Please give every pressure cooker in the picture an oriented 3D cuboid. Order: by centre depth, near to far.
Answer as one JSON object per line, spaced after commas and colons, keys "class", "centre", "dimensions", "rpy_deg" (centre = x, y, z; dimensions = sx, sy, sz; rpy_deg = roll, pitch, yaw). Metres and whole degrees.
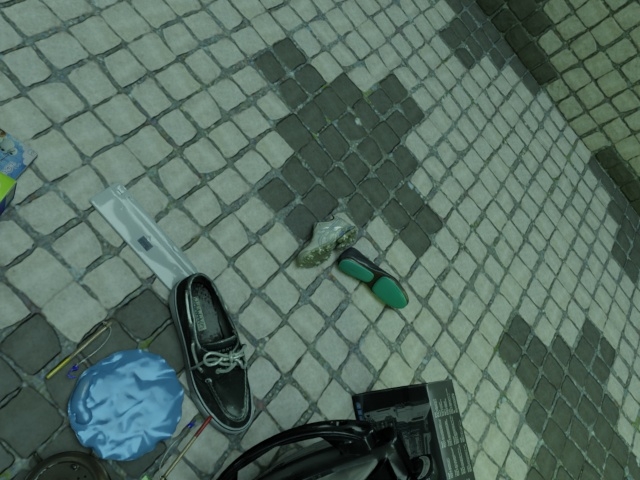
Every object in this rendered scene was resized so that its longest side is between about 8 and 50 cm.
{"class": "pressure cooker", "centre": [0.019, 0.500, 0.844], "dimensions": [0.369, 0.375, 0.421], "rpy_deg": [-26, 87, -35]}

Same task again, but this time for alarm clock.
{"class": "alarm clock", "centre": [-0.360, 0.388, 0.798], "dimensions": [0.191, 0.064, 0.130], "rpy_deg": [16, 53, -6]}

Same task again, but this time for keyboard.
{"class": "keyboard", "centre": [-0.333, 0.001, 1.040], "dimensions": [0.256, 0.014, 0.072], "rpy_deg": [50, 58, -7]}

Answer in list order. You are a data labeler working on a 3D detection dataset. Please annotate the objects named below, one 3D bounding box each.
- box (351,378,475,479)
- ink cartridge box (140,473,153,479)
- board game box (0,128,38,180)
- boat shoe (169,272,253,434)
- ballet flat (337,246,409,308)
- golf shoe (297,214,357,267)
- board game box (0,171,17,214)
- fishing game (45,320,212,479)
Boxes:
{"class": "box", "centre": [0.187, 0.445, 1.060], "dimensions": [0.076, 0.242, 0.308], "rpy_deg": [0, 72, -34]}
{"class": "ink cartridge box", "centre": [-0.302, 0.486, 0.831], "dimensions": [0.109, 0.062, 0.209], "rpy_deg": [48, 52, -7]}
{"class": "board game box", "centre": [-0.563, -0.146, 0.939], "dimensions": [0.090, 0.020, 0.090], "rpy_deg": [36, 56, -18]}
{"class": "boat shoe", "centre": [-0.187, 0.207, 0.989], "dimensions": [0.113, 0.105, 0.307], "rpy_deg": [-11, 81, -35]}
{"class": "ballet flat", "centre": [0.132, 0.082, 1.279], "dimensions": [0.203, 0.074, 0.074], "rpy_deg": [35, 56, -10]}
{"class": "golf shoe", "centre": [0.000, 0.000, 1.241], "dimensions": [0.176, 0.069, 0.086], "rpy_deg": [-30, 62, -36]}
{"class": "board game box", "centre": [-0.659, -0.006, 0.783], "dimensions": [0.233, 0.078, 0.347], "rpy_deg": [32, 57, -19]}
{"class": "fishing game", "centre": [-0.327, 0.280, 0.914], "dimensions": [0.264, 0.041, 0.189], "rpy_deg": [41, 54, -4]}
